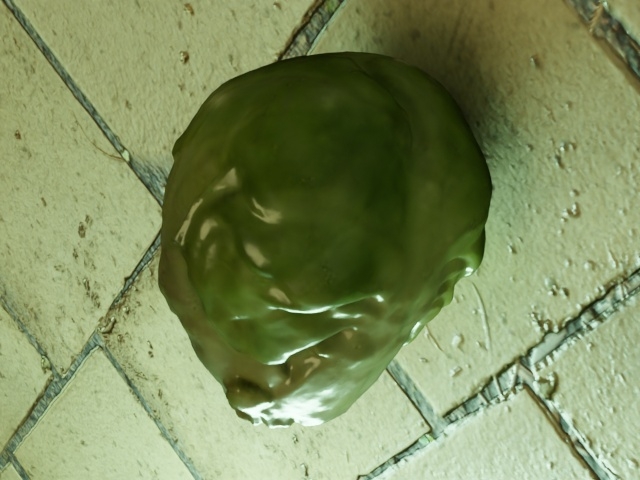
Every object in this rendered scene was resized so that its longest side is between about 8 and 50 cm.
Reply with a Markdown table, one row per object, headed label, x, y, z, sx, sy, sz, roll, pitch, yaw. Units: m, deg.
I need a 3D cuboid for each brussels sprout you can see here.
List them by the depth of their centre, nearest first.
| label | x | y | z | sx | sy | sz | roll | pitch | yaw |
| --- | --- | --- | --- | --- | --- | --- | --- | --- | --- |
| brussels sprout | 0.005 | -0.012 | 1.286 | 0.243 | 0.273 | 0.316 | 15 | 138 | 17 |
